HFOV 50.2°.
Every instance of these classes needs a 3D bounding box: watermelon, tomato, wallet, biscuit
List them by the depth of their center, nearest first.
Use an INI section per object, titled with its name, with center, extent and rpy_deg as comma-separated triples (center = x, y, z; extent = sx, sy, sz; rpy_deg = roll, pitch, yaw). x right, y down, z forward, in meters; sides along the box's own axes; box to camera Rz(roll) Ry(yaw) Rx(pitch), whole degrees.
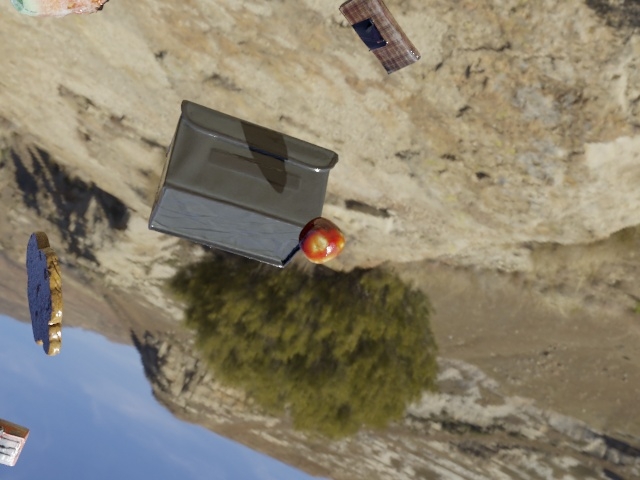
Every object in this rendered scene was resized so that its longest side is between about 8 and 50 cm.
[tomato]
center = 0.000, 0.000, 1.270
extent = 0.087, 0.087, 0.075
rpy_deg = 25, -175, 10
[watermelon]
center = -0.556, -0.575, 1.453
extent = 0.140, 0.193, 0.256
rpy_deg = 35, -156, 31
[biscuit]
center = -0.595, 0.114, 1.490
extent = 0.041, 0.290, 0.208
rpy_deg = -3, 152, -35
[wallet]
center = 0.156, -0.549, 1.800
extent = 0.230, 0.042, 0.124
rpy_deg = 45, 145, -24

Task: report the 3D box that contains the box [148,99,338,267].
[box]
center = -0.174, -0.108, 1.476
extent = 0.345, 0.204, 0.251
rpy_deg = 16, 156, -16

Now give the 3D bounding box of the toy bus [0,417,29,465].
[toy bus]
center = -0.618, 0.333, 1.205
extent = 0.192, 0.065, 0.077
rpy_deg = 25, 178, -10
